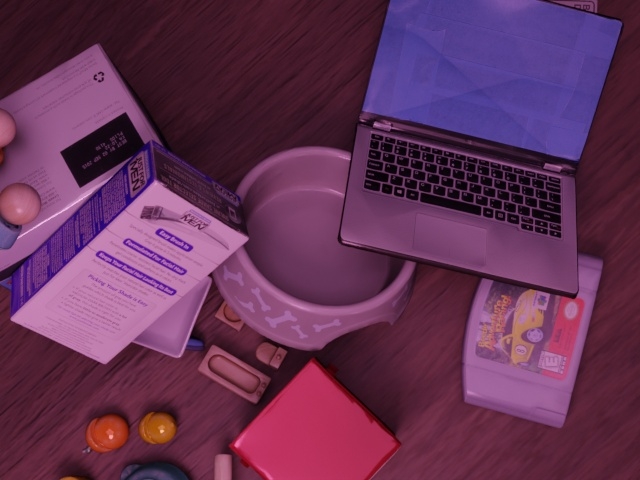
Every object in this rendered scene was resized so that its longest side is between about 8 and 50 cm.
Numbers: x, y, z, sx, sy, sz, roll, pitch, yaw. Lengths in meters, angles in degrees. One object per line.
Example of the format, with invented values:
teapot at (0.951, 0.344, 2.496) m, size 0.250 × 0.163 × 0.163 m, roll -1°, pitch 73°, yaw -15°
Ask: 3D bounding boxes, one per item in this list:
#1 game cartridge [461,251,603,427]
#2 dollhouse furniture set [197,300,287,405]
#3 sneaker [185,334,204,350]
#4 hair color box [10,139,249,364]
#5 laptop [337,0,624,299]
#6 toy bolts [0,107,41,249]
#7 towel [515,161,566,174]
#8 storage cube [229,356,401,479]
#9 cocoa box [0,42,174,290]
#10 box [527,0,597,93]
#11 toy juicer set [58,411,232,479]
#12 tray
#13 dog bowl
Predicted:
game cartridge at (0.342, 0.145, 1.722) m, size 0.196 × 0.060 × 0.294 m, roll 14°, pitch 84°, yaw 7°
dollhouse furniture set at (-0.125, 0.162, 1.687) m, size 0.144 × 0.123 × 0.151 m, roll 30°, pitch 73°, yaw 5°
sneaker at (-0.259, 0.145, 1.743) m, size 0.144 × 0.053 × 0.059 m, roll 23°, pitch 82°, yaw 3°
hair color box at (-0.292, 0.025, 1.564) m, size 0.339 × 0.185 × 0.110 m, roll -39°, pitch 40°, yaw 22°
laptop at (0.257, -0.173, 1.615) m, size 0.382 × 0.236 × 0.408 m, roll 13°, pitch 51°, yaw -3°
toy bolts at (-0.503, -0.088, 1.459) m, size 0.158 × 0.218 × 0.228 m, roll -32°, pitch 79°, yaw 12°
towel at (0.372, -0.083, 1.761) m, size 0.110 × 0.027 × 0.148 m, roll -8°, pitch 83°, yaw 0°
storage cube at (-0.007, 0.319, 1.649) m, size 0.193 × 0.183 × 0.215 m, roll 43°, pitch 86°, yaw 5°
cocoa box at (-0.419, -0.103, 1.676) m, size 0.347 × 0.228 × 0.231 m, roll -32°, pitch 72°, yaw -2°
box at (0.318, -0.327, 1.761) m, size 0.290 × 0.087 × 0.169 m, roll 4°, pitch 84°, yaw 2°
toy juicer set at (-0.260, 0.396, 1.703) m, size 0.329 × 0.089 × 0.209 m, roll 17°, pitch 71°, yaw 12°
tray at (-0.316, 0.093, 1.727) m, size 0.270 × 0.030 × 0.145 m, roll 16°, pitch 77°, yaw 22°
dog bowl at (0.000, 0.000, 1.656) m, size 0.349 × 0.102 × 0.348 m, roll 6°, pitch 59°, yaw -9°
